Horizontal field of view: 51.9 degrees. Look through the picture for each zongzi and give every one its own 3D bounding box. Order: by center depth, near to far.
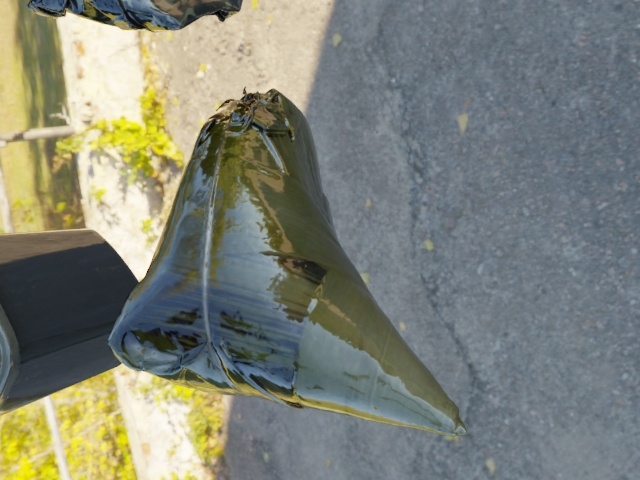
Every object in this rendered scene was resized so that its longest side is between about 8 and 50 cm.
[{"bbox_3d":[0.000,0.000,0.530,0.300,0.145,0.274,2,66,33],"label":"zongzi"}]

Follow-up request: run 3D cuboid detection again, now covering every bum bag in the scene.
[{"bbox_3d":[-0.196,-0.233,0.604,0.102,0.248,0.069,-63,-18,-68],"label":"bum bag"}]

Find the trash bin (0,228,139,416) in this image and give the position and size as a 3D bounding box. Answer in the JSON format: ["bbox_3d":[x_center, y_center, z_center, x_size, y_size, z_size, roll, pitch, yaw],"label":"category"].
[{"bbox_3d":[-0.366,0.093,0.777,0.209,0.290,0.182,46,118,19],"label":"trash bin"}]
